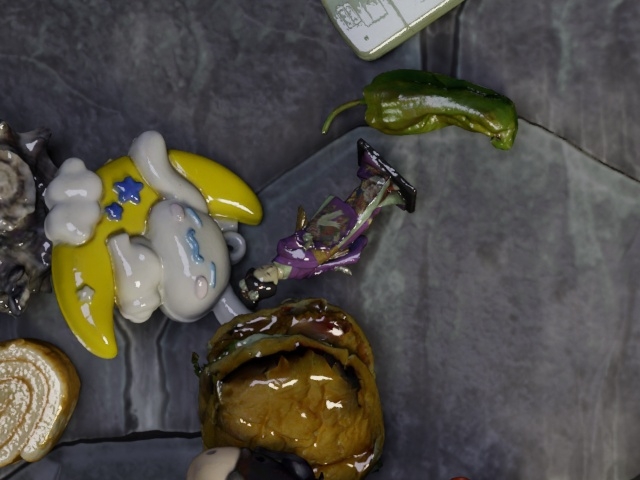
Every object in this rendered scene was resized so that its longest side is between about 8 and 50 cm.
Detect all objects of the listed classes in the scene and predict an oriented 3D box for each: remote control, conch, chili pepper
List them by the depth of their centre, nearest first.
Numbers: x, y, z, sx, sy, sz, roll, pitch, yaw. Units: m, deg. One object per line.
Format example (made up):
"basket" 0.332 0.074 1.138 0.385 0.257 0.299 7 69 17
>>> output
"chili pepper" 0.097 -0.135 1.832 0.204 0.072 0.073 7 89 13
"remote control" 0.113 -0.280 1.857 0.233 0.038 0.098 -34 80 7
"conch" -0.382 -0.047 1.887 0.313 0.186 0.240 36 74 23

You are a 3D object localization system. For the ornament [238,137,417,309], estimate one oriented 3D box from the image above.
"ornament" 0.002 -0.004 1.803 0.203 0.081 0.088 -40 76 -16

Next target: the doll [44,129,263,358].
"doll" -0.156 0.010 1.842 0.237 0.111 0.252 -10 75 -25

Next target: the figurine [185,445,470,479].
"figurine" 0.020 0.343 1.695 0.412 0.241 0.306 16 54 0

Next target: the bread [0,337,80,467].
"bread" -0.321 0.174 1.903 0.122 0.073 0.149 33 93 11

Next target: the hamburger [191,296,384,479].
"hamburger" -0.030 0.166 1.787 0.183 0.130 0.206 -9 109 -3
